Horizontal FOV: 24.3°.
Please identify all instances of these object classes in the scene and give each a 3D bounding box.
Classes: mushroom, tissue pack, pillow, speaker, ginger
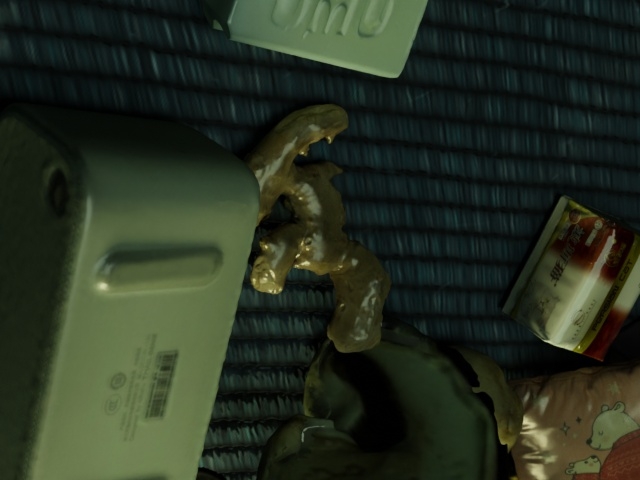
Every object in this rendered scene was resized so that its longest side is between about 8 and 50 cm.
[{"bbox_3d":[0.149,0.188,1.609,0.148,0.148,0.112,-52,169,0],"label":"mushroom"},{"bbox_3d":[0.290,0.042,1.635,0.106,0.099,0.148,19,102,-38],"label":"tissue pack"},{"bbox_3d":[0.326,0.233,1.700,0.236,0.084,0.223,-14,119,7],"label":"pillow"},{"bbox_3d":[-0.197,0.091,1.298,0.184,0.183,0.406,-2,114,-38],"label":"speaker"},{"bbox_3d":[-0.014,0.003,1.434,0.149,0.065,0.258,-21,112,-18],"label":"ginger"},{"bbox_3d":[0.056,0.233,1.446,0.247,0.344,0.130,1,130,-9],"label":"mushroom"}]

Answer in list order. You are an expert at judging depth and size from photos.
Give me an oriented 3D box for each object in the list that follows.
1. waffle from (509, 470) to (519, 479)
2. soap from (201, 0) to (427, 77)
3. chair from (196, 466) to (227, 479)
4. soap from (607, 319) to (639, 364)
[{"bbox_3d":[0.207,0.357,1.780,0.191,0.038,0.191,-15,121,-26],"label":"waffle"},{"bbox_3d":[-0.002,-0.225,1.333,0.198,0.066,0.119,9,106,-35],"label":"soap"},{"bbox_3d":[-0.006,0.394,1.540,0.401,0.226,0.226,27,97,-38],"label":"chair"},{"bbox_3d":[0.509,0.186,1.846,0.285,0.107,0.296,-28,126,-18],"label":"soap"}]
